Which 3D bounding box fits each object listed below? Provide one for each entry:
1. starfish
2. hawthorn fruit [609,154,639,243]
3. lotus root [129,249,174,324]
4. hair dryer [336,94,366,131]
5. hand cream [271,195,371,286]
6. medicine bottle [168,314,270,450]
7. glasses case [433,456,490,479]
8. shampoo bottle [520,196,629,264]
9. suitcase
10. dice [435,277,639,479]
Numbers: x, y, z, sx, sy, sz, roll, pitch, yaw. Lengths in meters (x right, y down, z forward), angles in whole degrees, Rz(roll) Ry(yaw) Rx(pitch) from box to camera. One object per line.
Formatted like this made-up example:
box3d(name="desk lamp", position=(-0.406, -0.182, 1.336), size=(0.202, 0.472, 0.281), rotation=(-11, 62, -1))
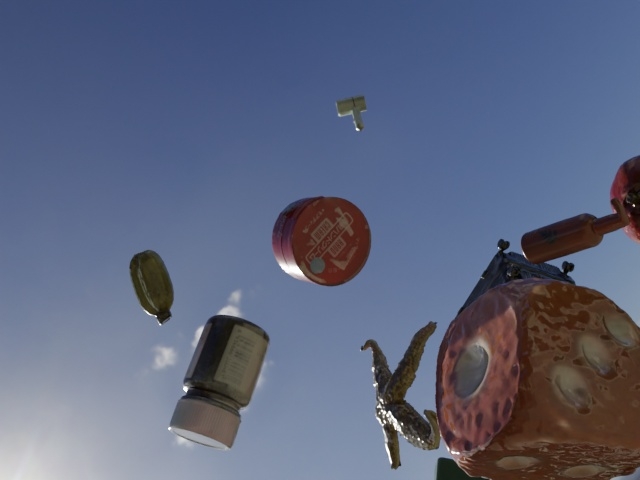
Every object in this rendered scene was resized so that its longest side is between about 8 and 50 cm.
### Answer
box3d(name="starfish", position=(0.221, 0.391, 1.651), size=(0.082, 0.432, 0.324), rotation=(18, -47, -18))
box3d(name="hawthorn fruit", position=(0.865, -0.108, 1.529), size=(0.307, 0.265, 0.265), rotation=(6, -62, -33))
box3d(name="lotus root", position=(-0.400, 0.113, 1.445), size=(0.090, 0.183, 0.077), rotation=(-24, -4, 31))
box3d(name="hair dryer", position=(0.093, -0.346, 1.663), size=(0.081, 0.137, 0.047), rotation=(-13, -41, 2))
box3d(name="hand cream", position=(0.000, 0.000, 1.505), size=(0.230, 0.149, 0.231), rotation=(-1, -88, -23))
box3d(name="medicine bottle", position=(-0.229, 0.323, 1.381), size=(0.165, 0.165, 0.274), rotation=(66, -143, -55))
box3d(name="glasses case", position=(0.307, 0.469, 1.135), size=(0.078, 0.184, 0.040), rotation=(-74, -9, -45))
box3d(name="shampoo bottle", position=(0.575, -0.015, 1.361), size=(0.085, 0.086, 0.244), rotation=(-20, -6, -40))
box3d(name="suitcase", position=(0.518, 0.194, 1.624), size=(0.152, 0.229, 0.335), rotation=(-85, 16, -57))
box3d(name="dice", position=(0.236, 0.158, 0.637), size=(0.179, 0.174, 0.175), rotation=(18, -38, -14))
